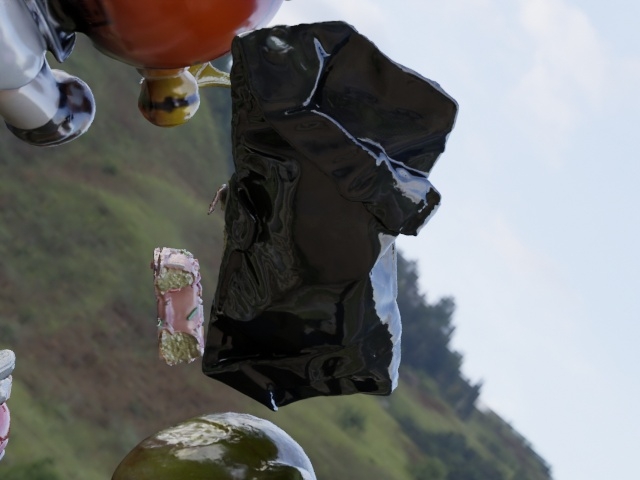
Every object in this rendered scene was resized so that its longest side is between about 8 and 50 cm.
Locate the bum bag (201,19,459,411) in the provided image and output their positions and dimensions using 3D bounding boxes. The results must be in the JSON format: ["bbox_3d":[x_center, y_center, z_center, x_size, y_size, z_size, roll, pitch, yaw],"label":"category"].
[{"bbox_3d":[0.000,0.000,0.870,0.137,0.074,0.310,14,-48,5],"label":"bum bag"}]

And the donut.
[{"bbox_3d":[-0.188,0.074,1.829,0.117,0.065,0.166,-100,-171,-56],"label":"donut"}]

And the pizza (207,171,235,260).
[{"bbox_3d":[-0.015,-0.073,1.135,0.069,0.226,0.147,60,-9,-34],"label":"pizza"}]

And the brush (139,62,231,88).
[{"bbox_3d":[-0.102,-0.190,1.662,0.218,0.082,0.010,10,-52,10],"label":"brush"}]

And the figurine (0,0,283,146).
[{"bbox_3d":[-0.163,-0.234,1.157,0.320,0.323,0.196,63,0,-26],"label":"figurine"}]

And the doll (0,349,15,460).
[{"bbox_3d":[-0.387,0.214,1.464,0.085,0.183,0.217,41,-33,10],"label":"doll"}]

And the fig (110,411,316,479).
[{"bbox_3d":[-0.050,0.172,0.936,0.149,0.149,0.245,46,-30,-8],"label":"fig"}]
